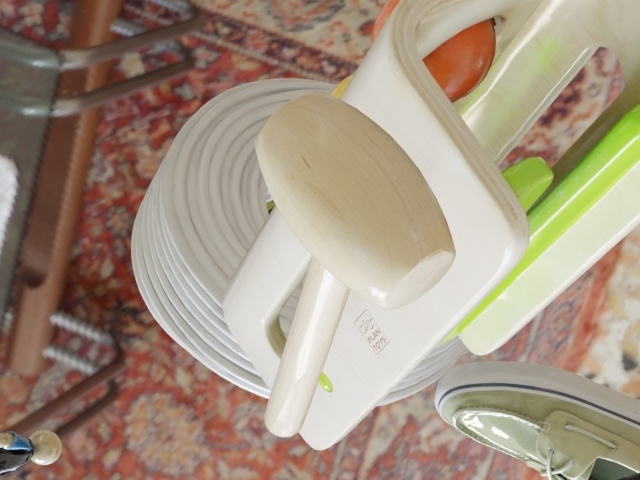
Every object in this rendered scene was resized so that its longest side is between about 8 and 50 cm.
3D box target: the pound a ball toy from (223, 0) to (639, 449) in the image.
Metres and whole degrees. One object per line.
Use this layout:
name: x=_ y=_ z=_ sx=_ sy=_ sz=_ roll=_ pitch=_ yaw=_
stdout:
pound a ball toy: x=0.023 y=-0.014 z=0.652 sx=0.136 sy=0.208 sz=0.319 roll=57 pitch=153 yaw=13

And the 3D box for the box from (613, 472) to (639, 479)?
box: x=0.328 y=0.248 z=1.102 sx=0.175 sy=0.220 sz=0.051 roll=-17 pitch=130 yaw=-2

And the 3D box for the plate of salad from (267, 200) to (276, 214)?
plate of salad: x=-0.040 y=-0.014 z=1.321 sx=0.200 sy=0.048 sz=0.200 roll=-3 pitch=114 yaw=-7

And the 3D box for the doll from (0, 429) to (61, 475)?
doll: x=-0.355 y=0.233 z=1.532 sx=0.046 sy=0.189 sz=0.129 roll=64 pitch=144 yaw=15

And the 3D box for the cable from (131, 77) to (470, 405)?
cable: x=0.000 y=0.000 z=1.056 sx=0.257 sy=0.257 sz=0.089 roll=46 pitch=142 yaw=14

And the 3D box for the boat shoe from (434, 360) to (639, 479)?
boat shoe: x=0.259 y=0.200 z=1.477 sx=0.302 sy=0.094 sz=0.109 roll=14 pitch=139 yaw=5
